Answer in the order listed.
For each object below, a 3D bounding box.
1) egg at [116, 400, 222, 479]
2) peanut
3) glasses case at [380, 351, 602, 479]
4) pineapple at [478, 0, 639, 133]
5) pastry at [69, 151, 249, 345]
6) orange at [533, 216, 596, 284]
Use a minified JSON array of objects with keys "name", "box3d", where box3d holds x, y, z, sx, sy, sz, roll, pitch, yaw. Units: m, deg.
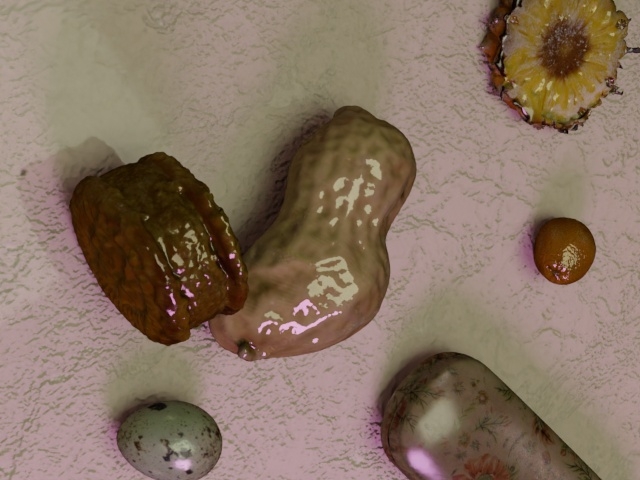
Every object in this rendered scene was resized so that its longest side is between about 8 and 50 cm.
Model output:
[{"name":"egg","box3d":[-0.155,0.206,1.432,0.110,0.085,0.085,6,95,-14]},{"name":"peanut","box3d":[0.006,0.008,1.455,0.159,0.143,0.291,32,82,-5]},{"name":"glasses case","box3d":[0.235,0.295,1.655,0.425,0.098,0.156,44,79,-27]},{"name":"pineapple","box3d":[0.279,-0.226,1.631,0.221,0.047,0.221,-7,105,-27]},{"name":"pastry","box3d":[-0.156,0.009,1.341,0.103,0.188,0.189,-31,111,-24]},{"name":"orange","box3d":[0.287,0.013,1.652,0.085,0.085,0.085,-5,100,-28]}]
